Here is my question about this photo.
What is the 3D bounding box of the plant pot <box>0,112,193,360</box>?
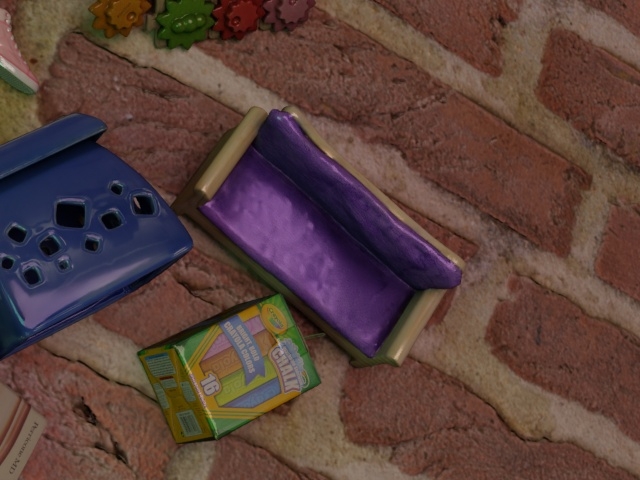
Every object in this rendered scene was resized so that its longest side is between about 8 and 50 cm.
[{"bbox_3d":[-0.323,-0.007,1.722,0.236,0.236,0.212,-29,88,-28],"label":"plant pot"}]

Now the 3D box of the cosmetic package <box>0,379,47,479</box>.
[{"bbox_3d":[-0.443,0.180,1.588,0.153,0.129,0.296,-65,149,-20],"label":"cosmetic package"}]

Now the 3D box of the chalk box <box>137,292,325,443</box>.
[{"bbox_3d":[-0.096,0.151,1.862,0.213,0.132,0.132,-26,93,-30],"label":"chalk box"}]

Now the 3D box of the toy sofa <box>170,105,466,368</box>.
[{"bbox_3d":[0.000,0.000,1.915,0.362,0.177,0.150,42,64,-16],"label":"toy sofa"}]

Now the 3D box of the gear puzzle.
[{"bbox_3d":[-0.143,-0.329,1.921,0.339,0.044,0.175,-15,130,-29],"label":"gear puzzle"}]

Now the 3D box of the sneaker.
[{"bbox_3d":[-0.390,-0.245,1.827,0.134,0.051,0.070,39,71,-11],"label":"sneaker"}]
